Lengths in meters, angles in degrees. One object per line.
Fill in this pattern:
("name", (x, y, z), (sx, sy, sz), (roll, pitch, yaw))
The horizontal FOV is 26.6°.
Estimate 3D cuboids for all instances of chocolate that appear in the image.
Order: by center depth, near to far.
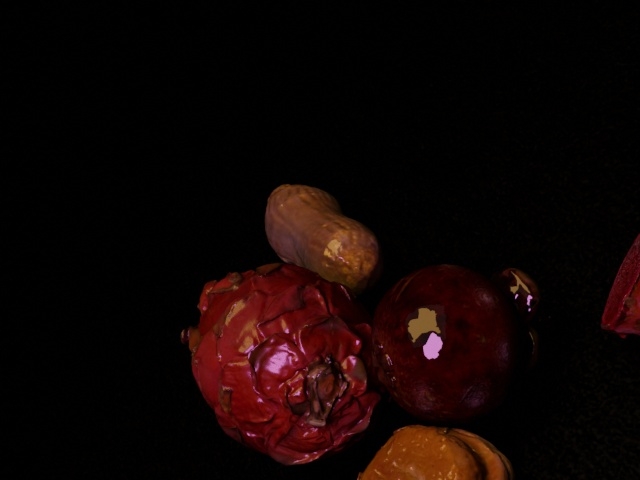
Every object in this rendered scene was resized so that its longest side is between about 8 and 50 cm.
("chocolate", (0.000, 0.000, 2.166), (0.134, 0.134, 0.309), (-48, 37, 2))

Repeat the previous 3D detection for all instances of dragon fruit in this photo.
("dragon fruit", (0.423, 0.065, 1.677), (0.153, 0.111, 0.153), (-62, -3, -5))
("dragon fruit", (-0.044, 0.173, 1.918), (0.277, 0.277, 0.342), (-52, 29, -3))

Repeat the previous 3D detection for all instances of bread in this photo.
("bread", (0.135, 0.342, 1.698), (0.198, 0.120, 0.236), (19, 73, 52))

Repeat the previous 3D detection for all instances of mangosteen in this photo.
("mangosteen", (0.193, 0.125, 1.774), (0.257, 0.215, 0.215), (-21, 30, -18))
